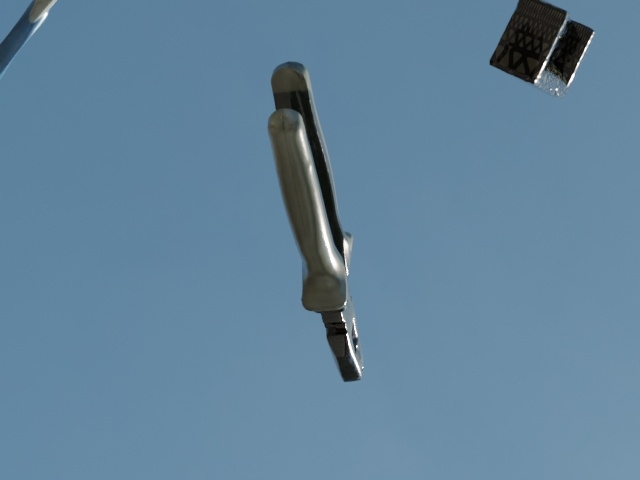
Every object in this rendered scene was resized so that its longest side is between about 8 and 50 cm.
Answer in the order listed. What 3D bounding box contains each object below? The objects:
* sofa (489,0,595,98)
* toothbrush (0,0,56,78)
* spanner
[{"bbox_3d":[0.161,-0.139,1.317,0.039,0.118,0.060,25,-83,16],"label":"sofa"},{"bbox_3d":[-0.253,-0.154,1.463,0.386,0.040,0.040,-38,-95,9],"label":"toothbrush"},{"bbox_3d":[0.000,0.000,1.531,0.040,0.095,0.325,-5,-49,10],"label":"spanner"}]
